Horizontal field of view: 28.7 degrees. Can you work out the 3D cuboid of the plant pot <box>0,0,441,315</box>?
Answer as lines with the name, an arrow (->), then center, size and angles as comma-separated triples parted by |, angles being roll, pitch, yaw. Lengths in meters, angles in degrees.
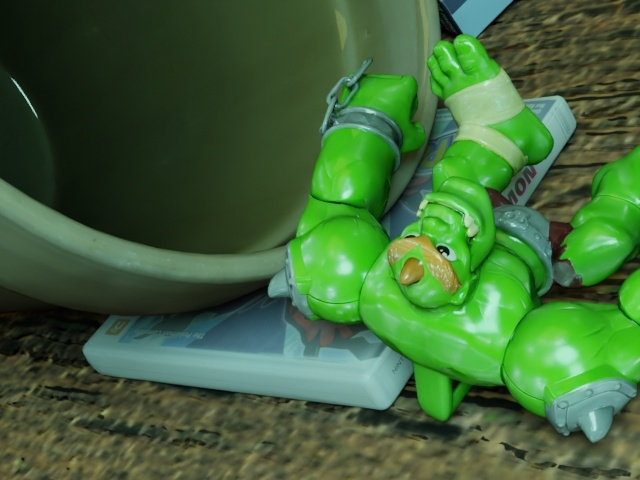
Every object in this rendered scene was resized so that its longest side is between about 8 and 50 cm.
plant pot -> -0.151, -0.094, 0.608 | 0.280, 0.323, 0.323 | -27, 24, 46

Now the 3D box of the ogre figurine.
ogre figurine -> 0.069, 0.002, 0.460 | 0.197, 0.097, 0.118 | 31, 65, 12

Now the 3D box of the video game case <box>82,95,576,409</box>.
video game case -> 0.000, 0.000, 0.606 | 0.201, 0.023, 0.183 | 0, 42, 45

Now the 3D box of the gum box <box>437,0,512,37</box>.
gum box -> 0.089, -0.217, 0.783 | 0.157, 0.041, 0.184 | -45, 38, -3
